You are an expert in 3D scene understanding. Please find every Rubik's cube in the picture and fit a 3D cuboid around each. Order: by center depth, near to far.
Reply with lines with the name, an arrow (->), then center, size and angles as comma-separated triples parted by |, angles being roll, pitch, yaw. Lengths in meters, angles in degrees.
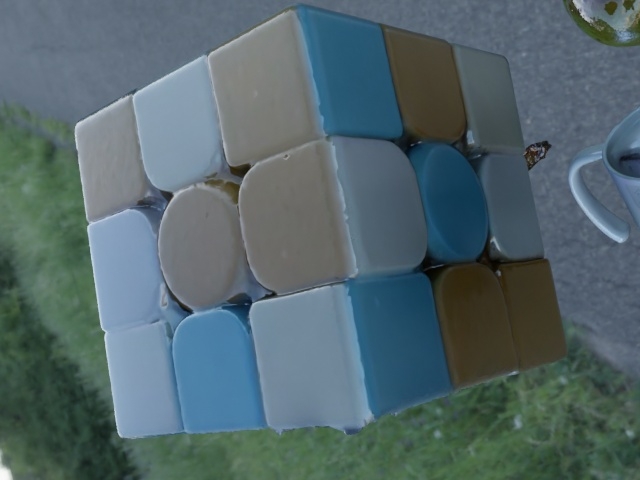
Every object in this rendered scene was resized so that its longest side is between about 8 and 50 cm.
Rubik's cube -> 0.000, 0.000, 0.846 | 0.347, 0.347, 0.344 | -14, 82, 40

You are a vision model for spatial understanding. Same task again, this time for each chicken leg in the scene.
chicken leg -> 0.291, -0.109, 1.262 | 0.037, 0.145, 0.062 | 54, -178, 1

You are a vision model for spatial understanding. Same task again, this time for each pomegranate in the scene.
pomegranate -> 0.593, -0.504, 1.507 | 0.291, 0.324, 0.290 | 163, 90, -72

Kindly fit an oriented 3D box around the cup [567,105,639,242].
cup -> 0.328, -0.039, 0.745 | 0.142, 0.174, 0.134 | 53, -157, -28
